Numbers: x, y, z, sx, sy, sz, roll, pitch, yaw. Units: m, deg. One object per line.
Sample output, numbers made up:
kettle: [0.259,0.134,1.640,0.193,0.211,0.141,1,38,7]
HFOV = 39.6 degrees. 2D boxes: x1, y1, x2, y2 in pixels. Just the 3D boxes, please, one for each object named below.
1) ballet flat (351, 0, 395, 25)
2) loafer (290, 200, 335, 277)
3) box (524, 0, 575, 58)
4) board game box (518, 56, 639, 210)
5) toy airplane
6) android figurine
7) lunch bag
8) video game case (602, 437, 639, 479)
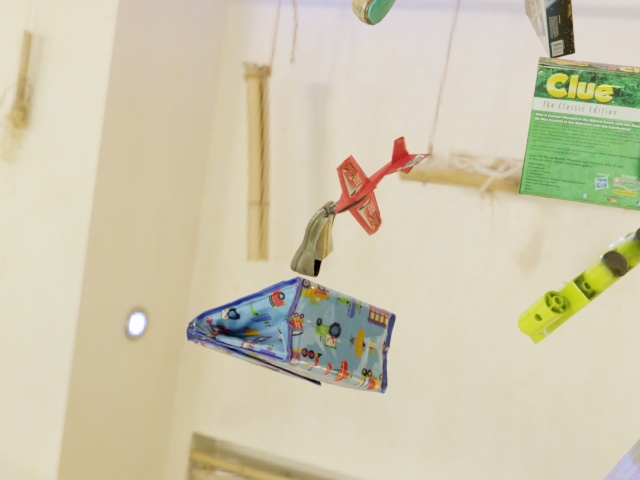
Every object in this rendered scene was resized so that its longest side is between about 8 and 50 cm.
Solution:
ballet flat: [0.124,-0.454,1.502,0.067,0.206,0.073,35,-11,41]
loafer: [0.000,0.000,1.418,0.050,0.148,0.056,33,38,10]
box: [0.353,-0.428,1.403,0.044,0.233,0.159,-13,42,7]
board game box: [0.324,-0.089,0.824,0.260,0.136,0.030,10,31,13]
toy airplane: [0.064,-0.072,1.084,0.151,0.151,0.028,6,36,-41]
android figurine: [0.409,0.075,1.392,0.248,0.056,0.273,-31,-14,-29]
lunch bag: [-0.062,0.162,1.455,0.221,0.138,0.293,24,-23,-39]
video game case: [0.426,0.269,1.004,0.036,0.329,0.300,48,-15,0]
